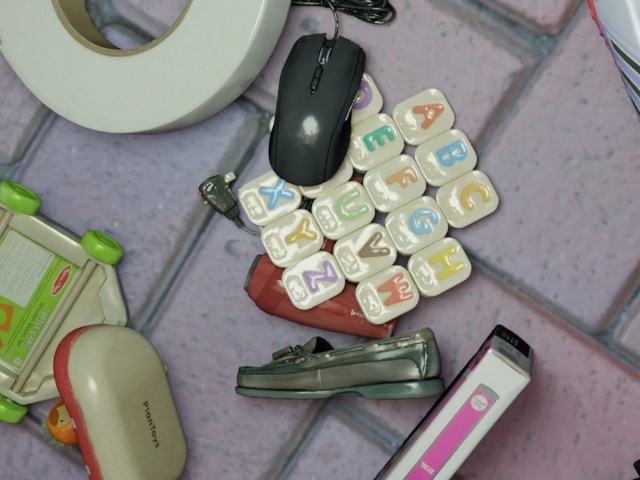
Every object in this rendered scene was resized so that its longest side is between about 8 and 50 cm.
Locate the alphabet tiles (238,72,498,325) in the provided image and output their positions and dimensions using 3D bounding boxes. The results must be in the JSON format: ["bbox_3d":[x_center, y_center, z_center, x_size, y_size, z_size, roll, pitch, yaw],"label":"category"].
[{"bbox_3d":[0.058,-0.051,1.615,0.278,0.021,0.284,-27,83,-3],"label":"alphabet tiles"}]

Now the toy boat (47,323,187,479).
[{"bbox_3d":[-0.267,0.215,1.642,0.151,0.151,0.231,-6,106,29],"label":"toy boat"}]

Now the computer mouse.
[{"bbox_3d":[-0.033,-0.204,1.600,0.184,0.060,0.262,17,78,10],"label":"computer mouse"}]

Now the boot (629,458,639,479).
[{"bbox_3d":[0.403,0.385,1.602,0.263,0.091,0.229,-32,89,9],"label":"boot"}]

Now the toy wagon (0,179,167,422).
[{"bbox_3d":[-0.351,0.098,1.701,0.344,0.068,0.267,31,100,-9],"label":"toy wagon"}]

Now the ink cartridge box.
[{"bbox_3d":[0.116,0.269,1.597,0.069,0.176,0.371,36,100,5],"label":"ink cartridge box"}]

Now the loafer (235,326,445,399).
[{"bbox_3d":[0.022,0.148,1.637,0.267,0.096,0.084,-3,88,23],"label":"loafer"}]

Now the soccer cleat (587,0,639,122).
[{"bbox_3d":[0.366,-0.245,1.555,0.116,0.108,0.318,0,106,40],"label":"soccer cleat"}]

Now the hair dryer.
[{"bbox_3d":[0.000,0.000,1.642,0.224,0.080,0.293,-29,90,11],"label":"hair dryer"}]

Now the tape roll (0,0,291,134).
[{"bbox_3d":[-0.219,-0.319,1.612,0.392,0.072,0.392,1,92,22],"label":"tape roll"}]
